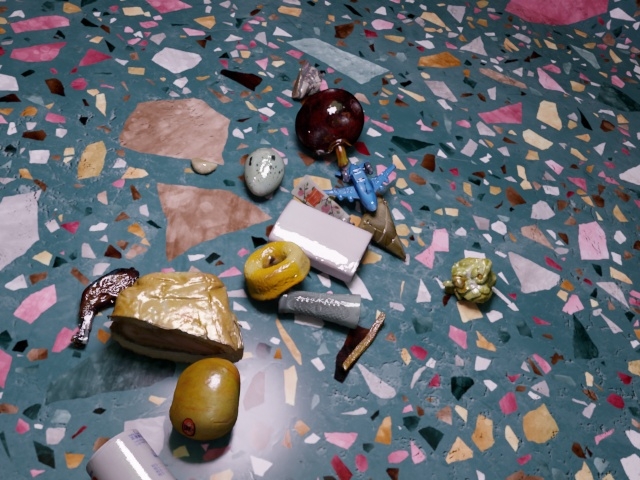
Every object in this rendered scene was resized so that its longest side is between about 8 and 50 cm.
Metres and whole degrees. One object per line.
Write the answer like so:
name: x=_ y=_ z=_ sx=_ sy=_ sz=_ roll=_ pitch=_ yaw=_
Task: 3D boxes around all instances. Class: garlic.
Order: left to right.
garlic: x=-0.373 y=-0.237 z=1.882 sx=0.083 sy=0.041 sz=0.053 roll=21 pitch=46 yaw=13

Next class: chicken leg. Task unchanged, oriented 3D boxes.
chicken leg: x=-0.562 y=0.159 z=1.530 sx=0.105 sy=0.051 sz=0.253 roll=29 pitch=55 yaw=3

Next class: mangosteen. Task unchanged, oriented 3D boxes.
mangosteen: x=0.041 y=-0.360 z=1.960 sx=0.235 sy=0.235 sz=0.262 roll=-12 pitch=71 yaw=-21

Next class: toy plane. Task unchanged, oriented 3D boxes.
toy plane: x=0.130 y=-0.176 z=1.867 sx=0.254 sy=0.105 sz=0.271 roll=-20 pitch=29 yaw=0

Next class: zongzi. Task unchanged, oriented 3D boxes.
zongzi: x=0.212 y=-0.043 z=1.851 sx=0.176 sy=0.078 sz=0.160 roll=31 pitch=51 yaw=-2

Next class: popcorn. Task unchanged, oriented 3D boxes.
popcorn: x=0.446 y=0.117 z=1.757 sx=0.141 sy=0.162 sz=0.135 roll=42 pitch=16 yaw=-8

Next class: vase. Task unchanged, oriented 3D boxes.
vase: x=-0.004 y=0.176 z=1.620 sx=0.219 sy=0.096 sz=0.096 roll=10 pitch=52 yaw=-2

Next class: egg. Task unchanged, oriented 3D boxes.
egg: x=-0.174 y=-0.211 z=1.847 sx=0.131 sy=0.131 sz=0.164 roll=8 pitch=50 yaw=-7

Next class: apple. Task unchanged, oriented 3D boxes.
apple: x=-0.262 y=0.362 z=1.365 sx=0.155 sy=0.183 sz=0.183 roll=2 pitch=52 yaw=-2

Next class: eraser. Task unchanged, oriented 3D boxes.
eraser: x=0.000 y=0.000 z=1.752 sx=0.270 sy=0.095 sz=0.174 roll=24 pitch=51 yaw=5

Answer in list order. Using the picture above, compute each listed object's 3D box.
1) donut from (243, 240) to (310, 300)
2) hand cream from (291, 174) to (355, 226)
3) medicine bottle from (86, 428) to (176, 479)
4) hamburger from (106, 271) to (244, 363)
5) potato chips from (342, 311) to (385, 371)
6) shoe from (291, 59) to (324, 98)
donut: x=-0.126 y=0.072 z=1.620 sx=0.190 sy=0.075 sz=0.174 roll=-22 pitch=34 yaw=5
hand cream: x=0.012 y=-0.111 z=1.866 sx=0.234 sy=0.050 sz=0.080 roll=41 pitch=89 yaw=19
medicine bottle: x=-0.332 y=0.558 z=1.225 sx=0.130 sy=0.130 sz=0.341 roll=-34 pitch=68 yaw=-32
hamburger: x=-0.335 y=0.181 z=1.493 sx=0.329 sy=0.162 sz=0.209 roll=12 pitch=49 yaw=-1
potato chips: x=0.118 y=0.275 z=1.609 sx=0.026 sy=0.037 sz=0.204 roll=29 pitch=57 yaw=22
shoe: x=-0.044 y=-0.575 z=2.194 sx=0.092 sy=0.089 sz=0.180 roll=23 pitch=53 yaw=-11
